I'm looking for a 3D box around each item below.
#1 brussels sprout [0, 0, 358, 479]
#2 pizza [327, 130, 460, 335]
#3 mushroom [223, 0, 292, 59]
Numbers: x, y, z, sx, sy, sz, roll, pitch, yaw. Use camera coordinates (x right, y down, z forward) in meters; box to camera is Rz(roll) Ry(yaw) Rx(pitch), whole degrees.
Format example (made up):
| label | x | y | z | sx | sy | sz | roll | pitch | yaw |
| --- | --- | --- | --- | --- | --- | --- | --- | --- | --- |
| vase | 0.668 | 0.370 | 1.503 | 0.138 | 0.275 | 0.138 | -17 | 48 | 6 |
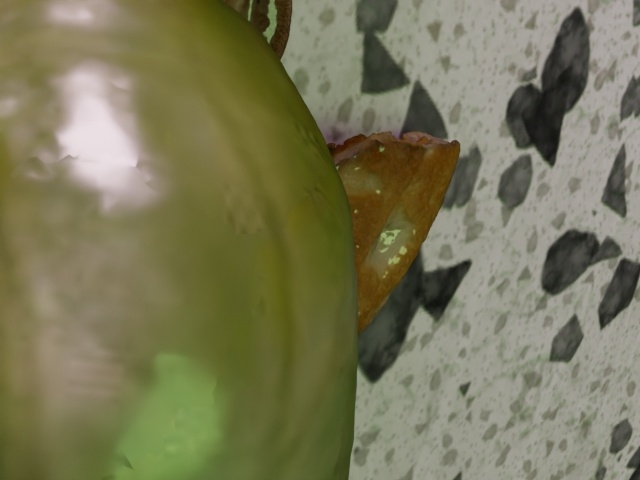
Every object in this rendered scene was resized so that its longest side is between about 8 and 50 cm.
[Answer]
| label | x | y | z | sx | sy | sz | roll | pitch | yaw |
| --- | --- | --- | --- | --- | --- | --- | --- | --- | --- |
| brussels sprout | -0.116 | 0.040 | 0.461 | 0.247 | 0.328 | 0.328 | 14 | 98 | -22 |
| pizza | 0.000 | 0.000 | 0.719 | 0.161 | 0.062 | 0.182 | 17 | 100 | -53 |
| mushroom | -0.073 | -0.116 | 0.574 | 0.126 | 0.085 | 0.109 | 58 | 47 | -26 |
